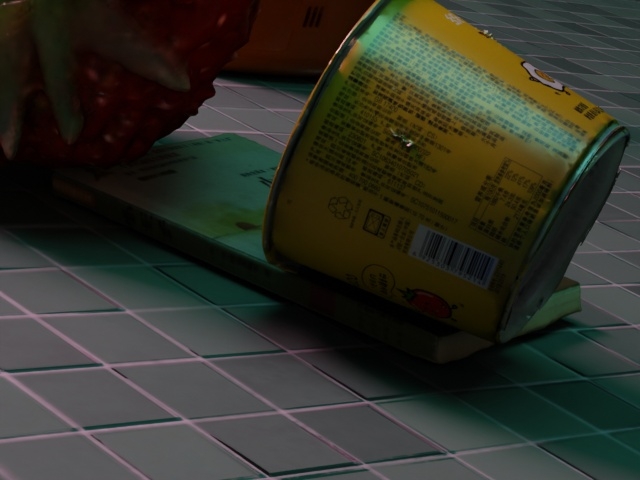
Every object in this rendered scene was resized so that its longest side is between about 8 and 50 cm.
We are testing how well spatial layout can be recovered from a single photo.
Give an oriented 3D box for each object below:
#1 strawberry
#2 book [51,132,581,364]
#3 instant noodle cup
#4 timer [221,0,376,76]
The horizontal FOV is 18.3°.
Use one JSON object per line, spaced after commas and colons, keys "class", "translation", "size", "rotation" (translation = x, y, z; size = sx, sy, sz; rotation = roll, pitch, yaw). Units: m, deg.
{"class": "strawberry", "translation": [-0.143, -0.194, 1.240], "size": [0.292, 0.292, 0.343], "rotation": [17, 17, 8]}
{"class": "book", "translation": [0.000, 0.000, 1.238], "size": [0.289, 0.026, 0.201], "rotation": [24, 21, 27]}
{"class": "instant noodle cup", "translation": [0.074, -0.033, 1.094], "size": [0.144, 0.182, 0.182], "rotation": [29, 19, 14]}
{"class": "timer", "translation": [-0.023, -0.273, 1.753], "size": [0.250, 0.257, 0.161], "rotation": [1, 27, -35]}
